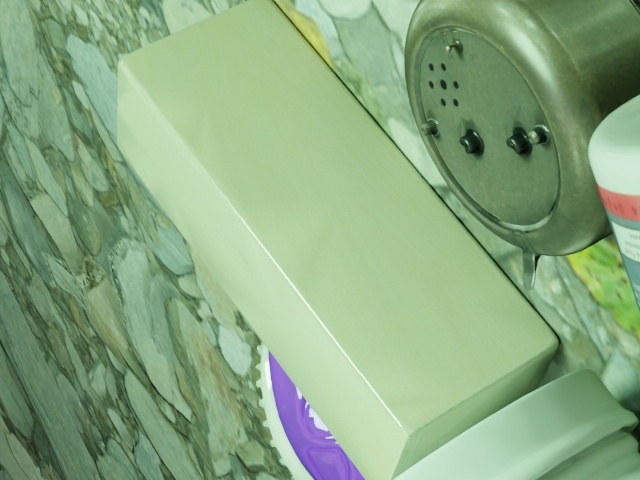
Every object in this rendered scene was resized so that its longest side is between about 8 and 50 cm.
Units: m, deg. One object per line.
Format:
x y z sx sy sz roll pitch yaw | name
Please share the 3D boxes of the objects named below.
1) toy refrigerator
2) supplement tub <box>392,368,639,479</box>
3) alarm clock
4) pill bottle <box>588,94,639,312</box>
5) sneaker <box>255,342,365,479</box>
0.000 0.000 0.832 0.269 0.102 0.094 51 154 23 | toy refrigerator
0.136 0.248 0.652 0.331 0.241 0.241 55 156 16 | supplement tub
0.083 -0.075 0.636 0.129 0.064 0.192 9 121 62 | alarm clock
0.168 0.031 0.514 0.108 0.108 0.180 8 123 62 | pill bottle
0.075 0.150 0.864 0.146 0.102 0.293 -31 83 53 | sneaker
